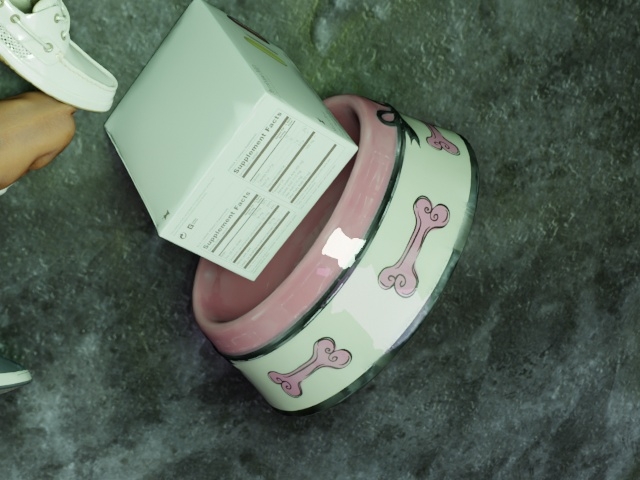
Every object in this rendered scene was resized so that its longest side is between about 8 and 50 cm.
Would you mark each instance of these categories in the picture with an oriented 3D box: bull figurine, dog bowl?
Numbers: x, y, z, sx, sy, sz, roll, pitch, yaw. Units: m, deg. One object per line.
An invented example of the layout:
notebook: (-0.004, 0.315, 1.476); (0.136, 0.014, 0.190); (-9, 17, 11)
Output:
bull figurine: (-0.404, -0.089, 1.596); (0.188, 0.101, 0.310); (-28, 176, 39)
dog bowl: (0.000, 0.000, 1.760); (0.150, 0.408, 0.408); (34, 104, -24)

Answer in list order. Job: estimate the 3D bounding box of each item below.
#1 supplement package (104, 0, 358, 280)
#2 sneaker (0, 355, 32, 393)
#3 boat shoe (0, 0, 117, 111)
supplement package: (-0.112, -0.123, 1.689); (0.145, 0.262, 0.204); (27, 108, -36)
sneaker: (-0.446, 0.123, 1.822); (0.086, 0.163, 0.226); (-23, 172, 9)
boat shoe: (-0.322, -0.243, 1.616); (0.277, 0.098, 0.096); (33, 105, -36)
